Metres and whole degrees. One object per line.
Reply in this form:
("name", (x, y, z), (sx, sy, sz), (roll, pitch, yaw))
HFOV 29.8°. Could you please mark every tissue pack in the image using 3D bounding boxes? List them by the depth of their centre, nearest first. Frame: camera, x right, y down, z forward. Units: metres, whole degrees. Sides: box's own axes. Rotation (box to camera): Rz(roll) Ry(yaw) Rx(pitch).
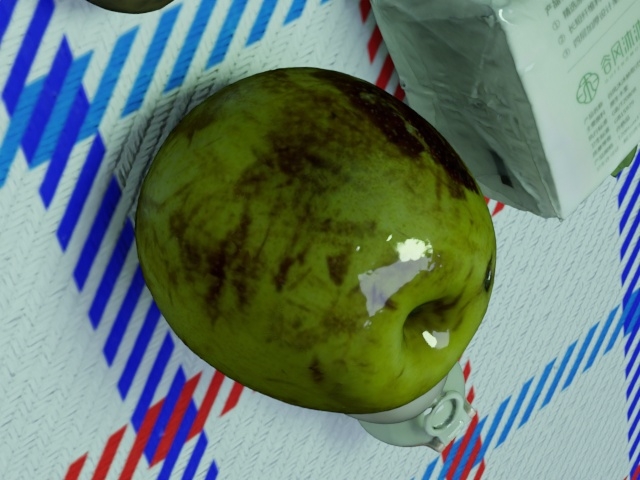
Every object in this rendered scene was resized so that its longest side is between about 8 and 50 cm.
("tissue pack", (0.235, -0.235, 1.086), (0.356, 0.194, 0.266), (-45, 135, -19))

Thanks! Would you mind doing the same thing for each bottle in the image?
("bottle", (0.066, 0.119, 1.155), (0.147, 0.148, 0.236), (-50, 141, -12))

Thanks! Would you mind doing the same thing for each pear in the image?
("pear", (0.000, 0.000, 0.936), (0.284, 0.284, 0.283), (-22, 125, -35))

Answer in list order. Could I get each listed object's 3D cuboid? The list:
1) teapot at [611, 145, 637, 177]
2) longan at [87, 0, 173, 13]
("teapot", (0.287, -0.116, 1.276), (0.092, 0.091, 0.124), (-51, 138, -13))
("longan", (-0.130, -0.208, 0.823), (0.113, 0.092, 0.113), (-15, 110, -46))
